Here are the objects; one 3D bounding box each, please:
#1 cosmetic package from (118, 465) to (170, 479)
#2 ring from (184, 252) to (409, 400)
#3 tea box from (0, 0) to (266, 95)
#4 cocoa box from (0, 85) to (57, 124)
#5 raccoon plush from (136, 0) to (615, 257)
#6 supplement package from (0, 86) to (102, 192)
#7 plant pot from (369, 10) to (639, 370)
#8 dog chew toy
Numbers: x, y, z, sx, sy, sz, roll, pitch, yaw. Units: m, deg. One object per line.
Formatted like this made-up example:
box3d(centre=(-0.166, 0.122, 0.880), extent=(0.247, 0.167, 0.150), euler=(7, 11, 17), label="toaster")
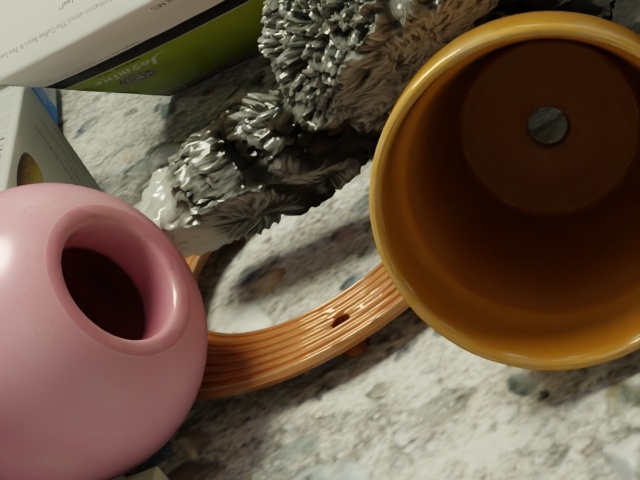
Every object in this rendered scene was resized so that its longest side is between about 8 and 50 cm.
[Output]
box3d(centre=(-0.127, 0.203, 1.217), extent=(0.060, 0.041, 0.115), euler=(-23, 29, 26), label="cosmetic package")
box3d(centre=(0.000, 0.000, 1.411), extent=(0.337, 0.032, 0.336), euler=(-27, 28, 15), label="ring")
box3d(centre=(-0.105, -0.287, 1.639), extent=(0.329, 0.220, 0.323), euler=(-24, -8, 21), label="tea box")
box3d(centre=(-0.459, -0.105, 1.886), extent=(0.347, 0.231, 0.228), euler=(-32, 28, 8), label="cocoa box")
box3d(centre=(0.001, -0.220, 1.342), extent=(0.446, 0.216, 0.299), euler=(-25, 66, 18), label="raccoon plush")
box3d(centre=(-0.278, -0.003, 1.615), extent=(0.134, 0.139, 0.244), euler=(-26, 30, 12), label="supplement package")
box3d(centre=(0.139, -0.048, 1.170), extent=(0.205, 0.205, 0.188), euler=(-29, 12, 14), label="plant pot")
box3d(centre=(-0.225, 0.102, 1.324), extent=(0.332, 0.206, 0.206), euler=(-39, 19, 41), label="dog chew toy")
